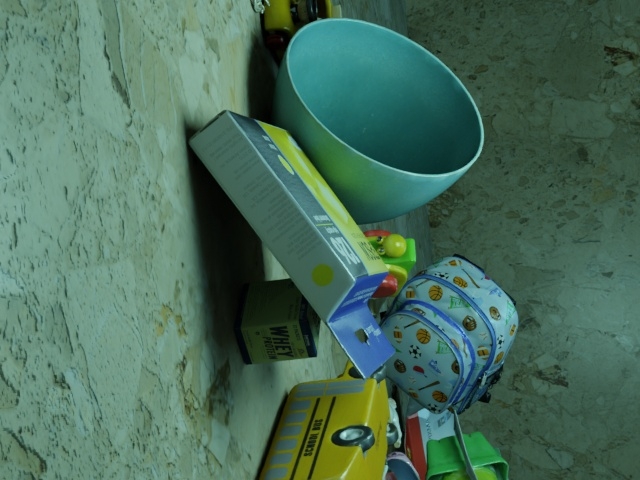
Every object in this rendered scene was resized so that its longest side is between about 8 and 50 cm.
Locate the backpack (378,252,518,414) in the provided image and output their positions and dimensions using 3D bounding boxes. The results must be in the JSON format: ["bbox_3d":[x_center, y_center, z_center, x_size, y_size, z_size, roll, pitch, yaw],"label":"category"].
[{"bbox_3d":[0.231,0.171,2.206,0.213,0.276,0.263,-37,158,-53],"label":"backpack"}]

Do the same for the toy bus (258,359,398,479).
[{"bbox_3d":[0.015,0.256,1.438,0.333,0.130,0.108,-68,149,-69],"label":"toy bus"}]

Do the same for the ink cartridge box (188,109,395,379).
[{"bbox_3d":[0.000,0.000,1.335,0.307,0.072,0.303,52,7,6],"label":"ink cartridge box"}]

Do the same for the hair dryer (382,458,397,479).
[{"bbox_3d":[0.060,0.423,1.813,0.224,0.080,0.294,-59,138,-48],"label":"hair dryer"}]

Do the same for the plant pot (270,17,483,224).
[{"bbox_3d":[0.048,-0.133,1.615,0.290,0.290,0.195,-87,-158,-45],"label":"plant pot"}]

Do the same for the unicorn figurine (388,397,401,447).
[{"bbox_3d":[0.112,0.317,2.120,0.162,0.060,0.111,69,18,-54],"label":"unicorn figurine"}]

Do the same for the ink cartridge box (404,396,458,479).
[{"bbox_3d":[0.244,0.476,2.442,0.385,0.091,0.308,-63,145,-74],"label":"ink cartridge box"}]

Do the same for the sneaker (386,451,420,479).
[{"bbox_3d":[0.168,0.525,2.149,0.131,0.112,0.319,-76,158,-55],"label":"sneaker"}]

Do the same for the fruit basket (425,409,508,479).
[{"bbox_3d":[0.296,0.537,2.141,0.353,0.165,0.327,-115,-165,-51],"label":"fruit basket"}]

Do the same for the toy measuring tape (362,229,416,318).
[{"bbox_3d":[0.086,0.066,2.138,0.330,0.121,0.121,114,-24,-64],"label":"toy measuring tape"}]

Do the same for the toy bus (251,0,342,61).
[{"bbox_3d":[-0.019,-0.309,1.699,0.202,0.104,0.191,-78,158,-62],"label":"toy bus"}]

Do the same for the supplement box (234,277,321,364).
[{"bbox_3d":[-0.047,0.090,1.339,0.083,0.083,0.056,-83,163,-53],"label":"supplement box"}]

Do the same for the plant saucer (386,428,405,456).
[{"bbox_3d":[0.174,0.512,2.395,0.278,0.041,0.278,-7,90,-79],"label":"plant saucer"}]
